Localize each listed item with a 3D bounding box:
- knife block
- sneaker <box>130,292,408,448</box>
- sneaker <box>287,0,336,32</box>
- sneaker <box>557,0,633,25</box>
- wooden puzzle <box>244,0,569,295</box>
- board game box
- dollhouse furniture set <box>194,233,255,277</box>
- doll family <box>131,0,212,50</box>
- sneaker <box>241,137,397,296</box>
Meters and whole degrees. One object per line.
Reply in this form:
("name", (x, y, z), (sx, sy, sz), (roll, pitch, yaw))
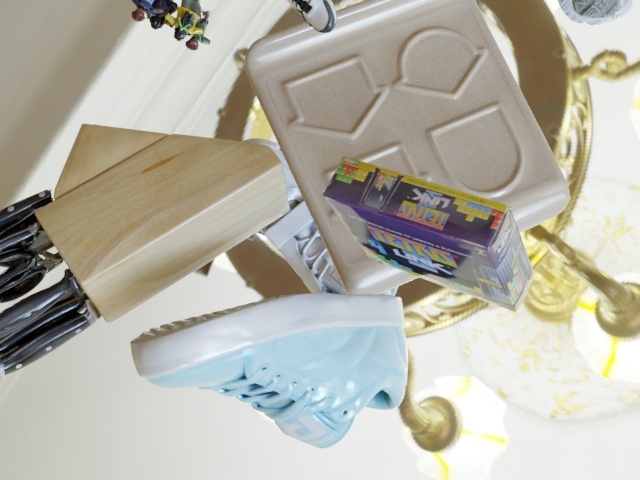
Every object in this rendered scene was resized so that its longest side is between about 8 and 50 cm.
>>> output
("knife block", (-0.185, 0.017, 0.799), (0.276, 0.088, 0.242), (7, -117, 8))
("sneaker", (-0.019, 0.134, 0.853), (0.135, 0.366, 0.150), (-20, -104, 40))
("sneaker", (-0.025, -0.278, 0.990), (0.109, 0.044, 0.040), (51, -54, 12))
("sneaker", (0.329, -0.378, 1.148), (0.090, 0.232, 0.115), (-34, -141, 44))
("wooden puzzle", (0.109, -0.136, 1.113), (0.322, 0.080, 0.347), (-23, -93, -12))
("board game box", (0.103, -0.004, 0.807), (0.170, 0.141, 0.048), (20, -106, 31))
("dollhouse furniture set", (-0.172, 0.016, 1.485), (0.091, 0.081, 0.114), (21, -88, -1))
("doll family", (-0.297, -0.444, 1.699), (0.076, 0.193, 0.111), (-35, -143, 62))
("sneaker", (0.000, 0.000, 1.338), (0.137, 0.366, 0.210), (-41, -147, -4))
